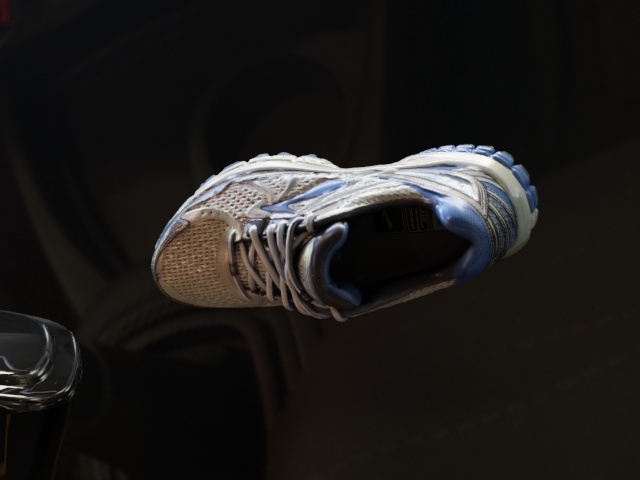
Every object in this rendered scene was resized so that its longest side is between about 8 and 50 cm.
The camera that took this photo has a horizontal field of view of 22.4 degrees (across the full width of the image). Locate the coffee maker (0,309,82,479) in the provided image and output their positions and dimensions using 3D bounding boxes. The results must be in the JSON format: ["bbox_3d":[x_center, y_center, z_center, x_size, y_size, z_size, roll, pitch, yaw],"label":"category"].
[{"bbox_3d":[-0.149,0.120,0.663,0.120,0.171,0.178,35,116,54],"label":"coffee maker"}]

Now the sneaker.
[{"bbox_3d":[0.000,0.000,0.528,0.135,0.052,0.058,-12,18,23],"label":"sneaker"}]
